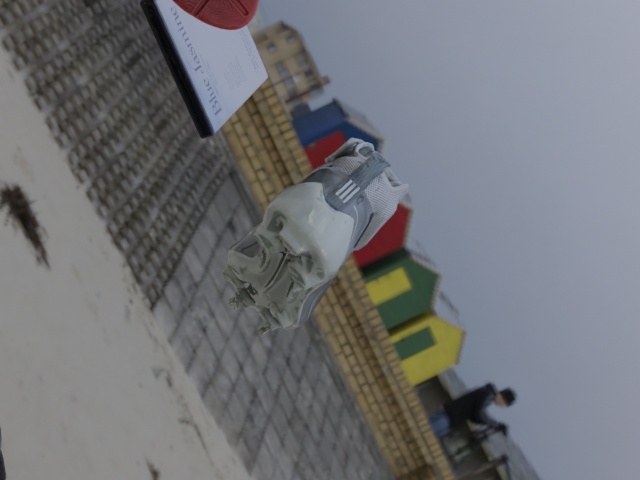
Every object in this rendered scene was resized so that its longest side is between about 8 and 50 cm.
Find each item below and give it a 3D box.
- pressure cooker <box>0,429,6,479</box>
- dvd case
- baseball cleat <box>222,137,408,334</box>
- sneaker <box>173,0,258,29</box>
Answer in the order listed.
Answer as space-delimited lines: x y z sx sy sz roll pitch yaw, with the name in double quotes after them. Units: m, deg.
-0.432 0.230 0.684 0.375 0.370 0.420 -103 -149 -69 "pressure cooker"
-0.143 -0.257 1.231 0.253 0.022 0.180 -63 134 -60 "dvd case"
0.000 0.000 0.594 0.072 0.109 0.206 51 -19 -1 "baseball cleat"
-0.160 -0.307 0.986 0.221 0.087 0.128 41 4 -16 "sneaker"
